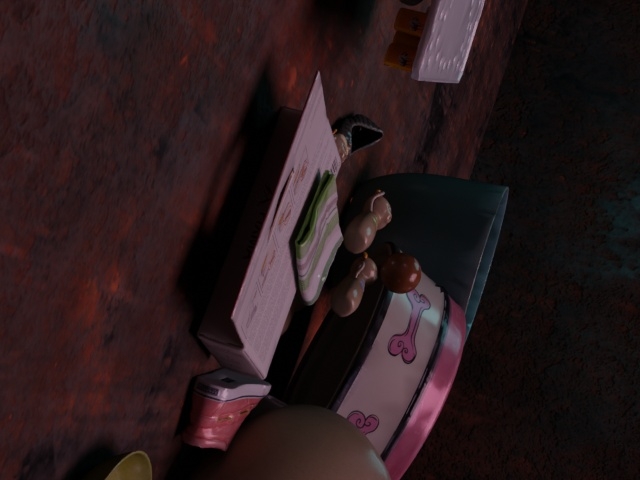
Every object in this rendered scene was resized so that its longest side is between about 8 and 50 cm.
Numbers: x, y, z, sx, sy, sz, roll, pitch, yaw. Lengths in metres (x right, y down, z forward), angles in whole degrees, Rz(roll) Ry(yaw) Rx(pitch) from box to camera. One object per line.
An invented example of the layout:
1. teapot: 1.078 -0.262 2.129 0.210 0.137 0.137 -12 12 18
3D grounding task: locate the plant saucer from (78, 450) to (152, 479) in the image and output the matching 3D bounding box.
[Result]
1. plant saucer: -0.231 0.313 1.278 0.241 0.037 0.241 18 90 -78

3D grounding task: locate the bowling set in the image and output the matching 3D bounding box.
1. bowling set: 0.043 0.019 1.763 0.154 0.200 0.287 -53 162 -63

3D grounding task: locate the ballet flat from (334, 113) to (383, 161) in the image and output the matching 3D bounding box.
1. ballet flat: 0.050 -0.147 1.882 0.173 0.049 0.057 -47 152 -65

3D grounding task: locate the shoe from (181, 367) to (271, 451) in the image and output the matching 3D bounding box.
1. shoe: -0.117 0.206 1.606 0.178 0.063 0.081 7 102 -73

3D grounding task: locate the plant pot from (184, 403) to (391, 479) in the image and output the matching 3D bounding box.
1. plant pot: -0.073 0.351 1.609 0.191 0.284 0.284 0 109 -52

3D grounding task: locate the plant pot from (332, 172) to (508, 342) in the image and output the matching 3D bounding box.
1. plant pot: 0.156 0.019 2.168 0.293 0.235 0.293 17 90 -79

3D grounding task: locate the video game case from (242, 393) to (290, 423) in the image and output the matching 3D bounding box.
1. video game case: -0.060 0.322 1.735 0.023 0.193 0.212 2 108 -52

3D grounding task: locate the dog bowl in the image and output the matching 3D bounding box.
1. dog bowl: 0.067 0.214 1.927 0.408 0.150 0.408 -60 -173 12

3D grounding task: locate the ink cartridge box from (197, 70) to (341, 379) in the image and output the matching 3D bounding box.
1. ink cartridge box: -0.060 -0.017 1.493 0.261 0.066 0.296 72 35 -69

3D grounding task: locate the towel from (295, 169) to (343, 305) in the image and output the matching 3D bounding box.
1. towel: 0.000 0.000 1.582 0.152 0.023 0.113 85 23 -61

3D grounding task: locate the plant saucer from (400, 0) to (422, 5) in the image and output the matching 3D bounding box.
1. plant saucer: 0.124 -0.489 1.585 0.400 0.101 0.400 18 90 -79

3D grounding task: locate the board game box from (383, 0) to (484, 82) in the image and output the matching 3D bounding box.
1. board game box: 0.184 -0.392 1.644 0.390 0.050 0.390 -26 132 -76
